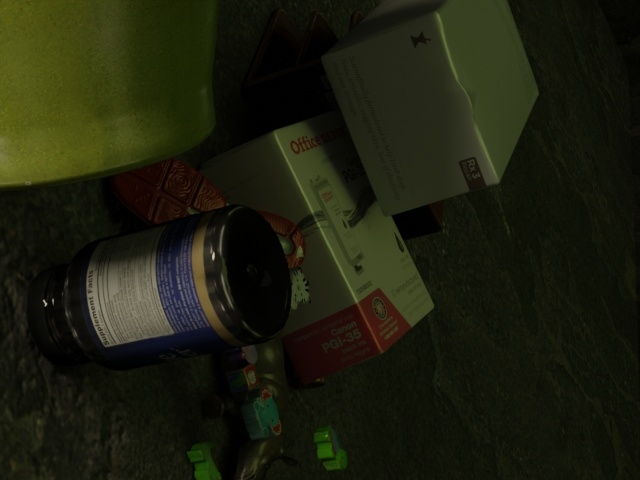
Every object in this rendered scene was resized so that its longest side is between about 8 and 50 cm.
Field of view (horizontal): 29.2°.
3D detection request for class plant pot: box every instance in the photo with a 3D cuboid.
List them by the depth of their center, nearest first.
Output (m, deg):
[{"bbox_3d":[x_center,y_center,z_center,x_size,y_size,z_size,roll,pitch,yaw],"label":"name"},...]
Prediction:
[{"bbox_3d":[-0.225,-0.235,0.975,0.366,0.366,0.353,-43,128,-61],"label":"plant pot"}]

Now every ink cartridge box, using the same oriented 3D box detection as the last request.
[{"bbox_3d":[0.000,0.000,1.471,0.283,0.117,0.207,64,27,-2],"label":"ink cartridge box"}]

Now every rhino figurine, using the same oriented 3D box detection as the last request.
[{"bbox_3d":[-0.074,0.168,1.349,0.106,0.073,0.243,4,76,-60],"label":"rhino figurine"}]

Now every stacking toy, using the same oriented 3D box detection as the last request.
[{"bbox_3d":[-0.072,0.143,1.255,0.052,0.167,0.221,-23,98,-64],"label":"stacking toy"}]

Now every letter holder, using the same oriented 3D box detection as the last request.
[{"bbox_3d":[0.049,-0.170,1.671,0.302,0.152,0.214,58,30,-33],"label":"letter holder"}]

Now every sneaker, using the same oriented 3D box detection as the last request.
[{"bbox_3d":[-0.137,-0.005,1.310,0.221,0.128,0.087,29,59,-16],"label":"sneaker"}]

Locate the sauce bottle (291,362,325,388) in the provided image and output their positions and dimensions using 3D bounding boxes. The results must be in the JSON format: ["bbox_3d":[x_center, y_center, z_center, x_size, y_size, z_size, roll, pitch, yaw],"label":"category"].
[{"bbox_3d":[-0.019,0.117,1.517,0.042,0.042,0.128,27,54,-58],"label":"sauce bottle"}]

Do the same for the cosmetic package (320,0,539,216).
[{"bbox_3d":[0.152,-0.205,1.545,0.217,0.156,0.385,68,25,-13],"label":"cosmetic package"}]

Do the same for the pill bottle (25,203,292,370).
[{"bbox_3d":[-0.147,0.048,1.089,0.123,0.219,0.123,37,46,-52],"label":"pill bottle"}]
